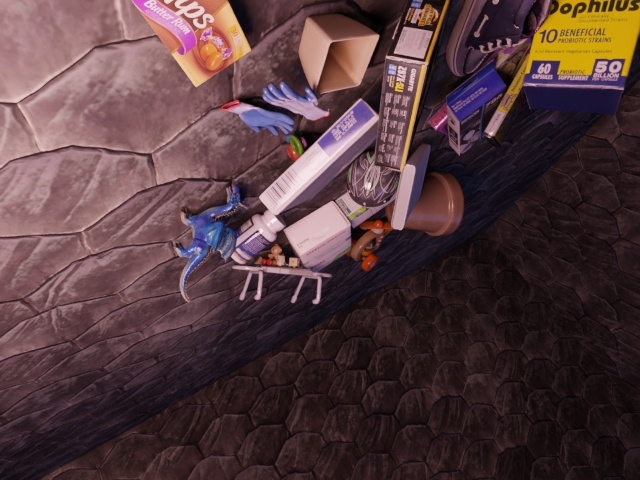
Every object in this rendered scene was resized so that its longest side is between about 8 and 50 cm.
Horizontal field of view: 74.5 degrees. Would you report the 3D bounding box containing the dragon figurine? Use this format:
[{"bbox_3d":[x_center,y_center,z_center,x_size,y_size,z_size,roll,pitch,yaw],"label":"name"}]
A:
[{"bbox_3d":[-0.253,-0.001,0.984,0.144,0.288,0.085,2,161,12],"label":"dragon figurine"}]

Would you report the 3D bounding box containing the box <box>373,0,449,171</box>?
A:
[{"bbox_3d":[0.188,-0.336,0.865,0.322,0.080,0.256,83,24,-66],"label":"box"}]

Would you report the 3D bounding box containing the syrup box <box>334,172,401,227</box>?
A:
[{"bbox_3d":[0.176,-0.154,1.449,0.237,0.093,0.096,-35,160,4],"label":"syrup box"}]

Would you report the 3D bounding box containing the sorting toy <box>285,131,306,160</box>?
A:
[{"bbox_3d":[-0.051,-0.225,0.986,0.042,0.061,0.102,-29,-178,-16],"label":"sorting toy"}]

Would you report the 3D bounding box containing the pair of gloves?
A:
[{"bbox_3d":[-0.079,-0.247,0.806,0.199,0.022,0.159,-6,172,37],"label":"pair of gloves"}]

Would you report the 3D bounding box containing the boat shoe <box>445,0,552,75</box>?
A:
[{"bbox_3d":[0.400,-0.475,0.965,0.127,0.158,0.340,-32,160,-7],"label":"boat shoe"}]

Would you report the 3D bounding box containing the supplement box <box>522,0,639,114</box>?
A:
[{"bbox_3d":[0.609,-0.491,0.948,0.195,0.194,0.355,3,100,-59],"label":"supplement box"}]

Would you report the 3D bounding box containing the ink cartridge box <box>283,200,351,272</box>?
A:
[{"bbox_3d":[0.000,0.000,1.498,0.199,0.114,0.272,-32,161,-7],"label":"ink cartridge box"}]

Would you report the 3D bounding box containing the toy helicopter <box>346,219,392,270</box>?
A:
[{"bbox_3d":[0.265,-0.046,1.845,0.355,0.140,0.234,-38,153,-20],"label":"toy helicopter"}]

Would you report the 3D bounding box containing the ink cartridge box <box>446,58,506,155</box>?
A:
[{"bbox_3d":[0.473,-0.389,1.289,0.165,0.065,0.333,-37,159,9],"label":"ink cartridge box"}]

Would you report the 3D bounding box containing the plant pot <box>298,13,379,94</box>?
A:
[{"bbox_3d":[0.021,-0.347,0.763,0.109,0.096,0.109,-22,157,-28],"label":"plant pot"}]

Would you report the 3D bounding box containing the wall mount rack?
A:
[{"bbox_3d":[-0.147,0.160,1.480,0.351,0.130,0.304,7,173,-19],"label":"wall mount rack"}]

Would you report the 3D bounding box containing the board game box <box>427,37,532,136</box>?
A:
[{"bbox_3d":[0.511,-0.470,1.317,0.347,0.056,0.208,-45,162,27],"label":"board game box"}]

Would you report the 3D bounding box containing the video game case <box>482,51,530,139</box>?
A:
[{"bbox_3d":[0.597,-0.420,1.309,0.275,0.035,0.248,-12,130,-63],"label":"video game case"}]

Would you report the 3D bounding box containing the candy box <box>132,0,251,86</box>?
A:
[{"bbox_3d":[-0.182,-0.316,0.587,0.109,0.053,0.186,-34,161,-1],"label":"candy box"}]

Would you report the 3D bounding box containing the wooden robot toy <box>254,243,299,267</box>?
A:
[{"bbox_3d":[-0.151,0.049,1.435,0.174,0.078,0.076,0,172,33],"label":"wooden robot toy"}]

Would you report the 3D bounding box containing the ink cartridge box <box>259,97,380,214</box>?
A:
[{"bbox_3d":[0.029,-0.214,1.069,0.324,0.071,0.330,-41,-178,19],"label":"ink cartridge box"}]

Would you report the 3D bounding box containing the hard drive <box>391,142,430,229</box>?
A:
[{"bbox_3d":[0.296,-0.183,1.354,0.307,0.040,0.202,-46,147,-57],"label":"hard drive"}]

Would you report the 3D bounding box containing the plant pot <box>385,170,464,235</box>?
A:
[{"bbox_3d":[0.385,-0.140,1.648,0.230,0.262,0.263,-5,150,-19],"label":"plant pot"}]

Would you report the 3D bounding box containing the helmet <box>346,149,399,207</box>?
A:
[{"bbox_3d":[0.155,-0.182,1.244,0.169,0.169,0.161,-39,179,12],"label":"helmet"}]

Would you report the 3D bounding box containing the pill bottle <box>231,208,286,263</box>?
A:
[{"bbox_3d":[-0.185,-0.017,1.204,0.169,0.094,0.094,-37,160,10],"label":"pill bottle"}]
